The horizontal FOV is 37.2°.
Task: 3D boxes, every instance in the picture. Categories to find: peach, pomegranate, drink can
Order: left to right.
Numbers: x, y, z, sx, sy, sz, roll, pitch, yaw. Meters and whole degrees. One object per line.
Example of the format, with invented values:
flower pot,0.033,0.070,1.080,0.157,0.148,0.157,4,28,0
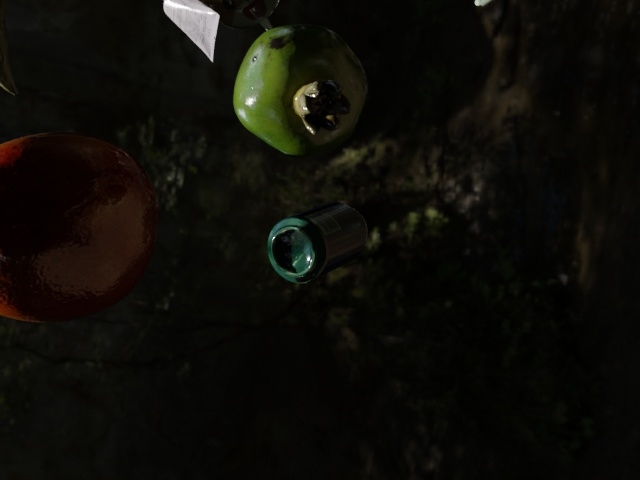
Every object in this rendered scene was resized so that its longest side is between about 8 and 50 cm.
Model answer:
peach,-0.405,-0.021,1.396,0.332,0.308,0.307,-1,-77,-52
pomegranate,-0.019,-0.196,1.277,0.225,0.187,0.186,-125,38,-65
drink can,0.000,0.000,1.667,0.205,0.118,0.118,-20,-59,-60

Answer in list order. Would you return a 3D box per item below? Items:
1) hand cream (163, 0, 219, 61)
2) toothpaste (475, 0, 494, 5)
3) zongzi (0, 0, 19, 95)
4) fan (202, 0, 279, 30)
hand cream,-0.199,-0.351,1.482,0.053,0.142,0.084,-25,-34,-34
toothpaste,0.292,-0.409,1.504,0.197,0.029,0.048,160,128,-72
zongzi,-0.702,-0.482,2.042,0.251,0.274,0.125,-44,7,28
fan,-0.123,-0.445,1.833,0.226,0.153,0.008,50,-163,-26
